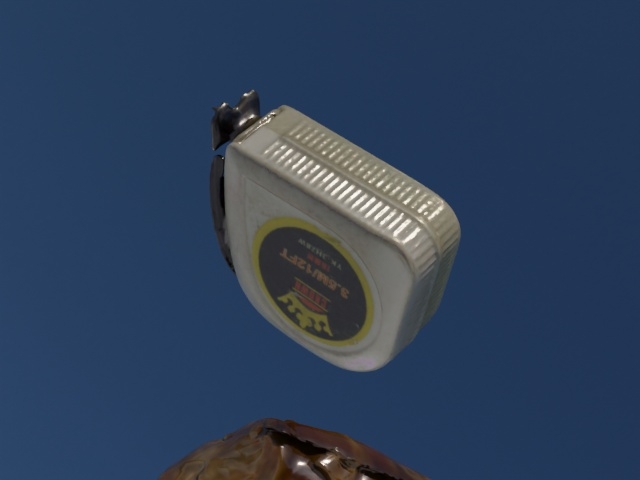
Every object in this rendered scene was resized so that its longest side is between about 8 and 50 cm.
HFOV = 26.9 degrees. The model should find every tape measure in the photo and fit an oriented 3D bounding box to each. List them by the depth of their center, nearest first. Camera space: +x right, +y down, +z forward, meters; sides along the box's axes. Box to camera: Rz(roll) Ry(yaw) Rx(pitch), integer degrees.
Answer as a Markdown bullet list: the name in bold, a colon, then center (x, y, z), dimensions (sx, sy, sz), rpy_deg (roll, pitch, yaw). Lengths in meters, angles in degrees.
- **tape measure**: center (0.000, 0.000, 1.374), dimensions (0.271, 0.133, 0.231), rpy_deg (32, -42, 17)

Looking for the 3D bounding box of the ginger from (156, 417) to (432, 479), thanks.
- **ginger**: center (0.062, 0.256, 0.889), dimensions (0.418, 0.176, 0.254), rpy_deg (24, -23, -16)
